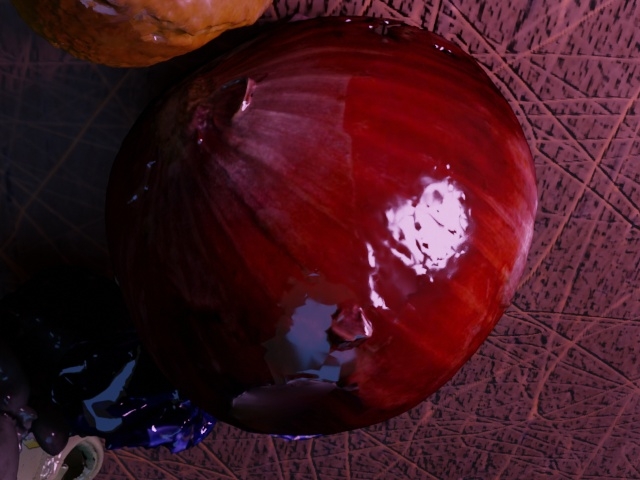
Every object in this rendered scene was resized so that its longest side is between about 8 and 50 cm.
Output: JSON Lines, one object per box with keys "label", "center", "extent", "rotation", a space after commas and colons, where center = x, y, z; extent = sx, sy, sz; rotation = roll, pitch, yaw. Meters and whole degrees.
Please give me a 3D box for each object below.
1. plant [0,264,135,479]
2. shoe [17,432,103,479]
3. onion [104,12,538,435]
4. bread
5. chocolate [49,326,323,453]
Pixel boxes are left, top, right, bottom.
{"label": "plant", "center": [-0.261, 0.131, 1.434], "extent": [0.146, 0.274, 0.149], "rotation": [18, 121, 18]}
{"label": "shoe", "center": [-0.310, 0.201, 1.586], "extent": [0.128, 0.262, 0.140], "rotation": [24, 107, 24]}
{"label": "onion", "center": [-0.002, -0.005, 1.248], "extent": [0.341, 0.341, 0.341], "rotation": [0, 142, 0]}
{"label": "bread", "center": [-0.141, -0.197, 1.129], "extent": [0.260, 0.134, 0.129], "rotation": [30, 135, -32]}
{"label": "chocolate", "center": [-0.105, 0.132, 1.442], "extent": [0.343, 0.126, 0.148], "rotation": [-1, 141, -52]}
